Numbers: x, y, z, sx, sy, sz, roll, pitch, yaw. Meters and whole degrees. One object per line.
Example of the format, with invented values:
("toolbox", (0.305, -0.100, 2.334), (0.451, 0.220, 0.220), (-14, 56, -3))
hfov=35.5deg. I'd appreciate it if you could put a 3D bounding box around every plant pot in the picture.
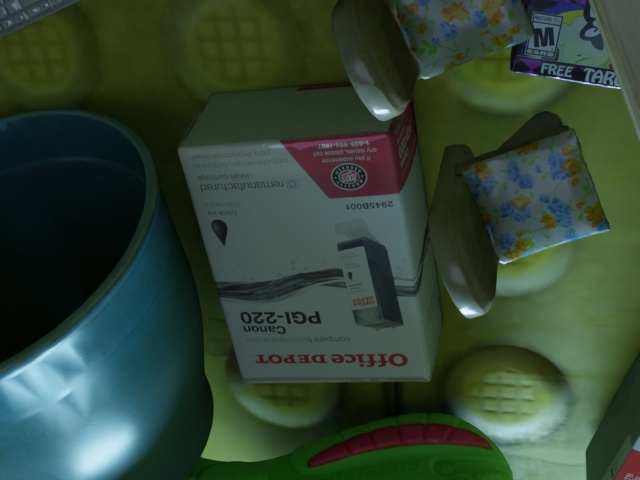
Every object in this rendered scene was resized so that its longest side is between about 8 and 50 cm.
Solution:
("plant pot", (-0.206, 0.083, 0.771), (0.272, 0.271, 0.255), (-5, 135, 17))

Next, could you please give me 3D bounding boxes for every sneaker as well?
("sneaker", (-0.069, 0.281, 0.876), (0.483, 0.185, 0.202), (-4, 129, 4))

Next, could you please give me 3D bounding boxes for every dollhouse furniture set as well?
("dollhouse furniture set", (0.240, -0.019, 0.508), (0.362, 0.256, 0.394), (-19, 110, 20))

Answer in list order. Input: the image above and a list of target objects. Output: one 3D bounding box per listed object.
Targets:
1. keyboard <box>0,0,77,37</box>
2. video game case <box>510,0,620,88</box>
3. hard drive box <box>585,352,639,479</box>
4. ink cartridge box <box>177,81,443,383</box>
("keyboard", (-0.191, -0.204, 0.715), (0.256, 0.014, 0.072), (-17, 117, 23))
("video game case", (0.248, -0.186, 0.604), (0.232, 0.042, 0.210), (11, 123, 7))
("hard drive box", (0.351, 0.168, 0.784), (0.232, 0.089, 0.181), (17, 124, 3))
("ink cartridge box", (0.000, 0.000, 0.757), (0.158, 0.092, 0.218), (-3, 124, 15))
